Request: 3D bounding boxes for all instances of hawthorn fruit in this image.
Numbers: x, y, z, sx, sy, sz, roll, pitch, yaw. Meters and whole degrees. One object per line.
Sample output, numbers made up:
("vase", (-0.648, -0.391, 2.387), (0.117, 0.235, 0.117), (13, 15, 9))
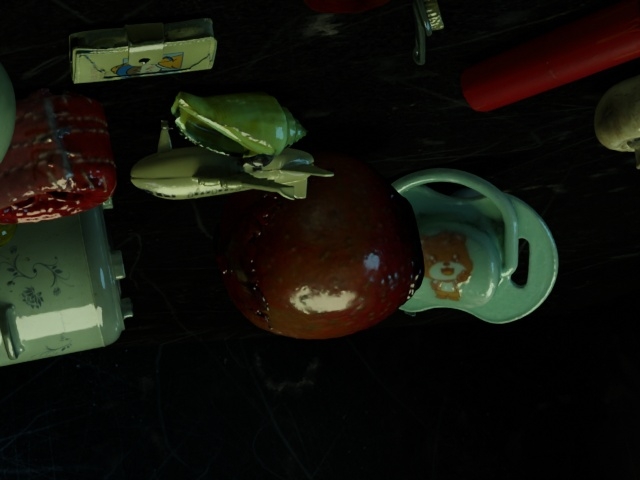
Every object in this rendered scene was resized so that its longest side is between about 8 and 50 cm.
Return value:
("hawthorn fruit", (0.004, 0.006, 2.271), (0.316, 0.316, 0.316), (-9, 169, -2))

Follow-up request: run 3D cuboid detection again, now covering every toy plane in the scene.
("toy plane", (-0.121, -0.098, 2.077), (0.256, 0.104, 0.242), (6, -164, -20))

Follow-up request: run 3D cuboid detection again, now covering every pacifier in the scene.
("pacifier", (0.232, -0.016, 2.637), (0.343, 0.288, 0.269), (8, -150, 11))

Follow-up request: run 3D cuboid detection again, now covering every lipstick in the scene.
("lipstick", (0.295, -0.224, 1.910), (0.073, 0.073, 0.280), (2, 165, -45))

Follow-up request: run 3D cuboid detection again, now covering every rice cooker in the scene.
("rice cooker", (-0.424, 0.048, 2.232), (0.317, 0.316, 0.264), (-8, 130, -3))

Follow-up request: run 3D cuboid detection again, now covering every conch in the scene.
("conch", (-0.097, -0.143, 1.973), (0.201, 0.079, 0.095), (7, 139, -24))

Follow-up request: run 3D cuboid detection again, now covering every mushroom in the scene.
("mushroom", (0.463, -0.168, 2.184), (0.166, 0.127, 0.166), (-12, 175, -1))

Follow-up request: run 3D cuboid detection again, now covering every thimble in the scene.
("thimble", (-0.338, -0.097, 1.904), (0.190, 0.125, 0.163), (-19, 168, 41))

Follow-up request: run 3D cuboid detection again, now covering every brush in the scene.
("brush", (0.117, -0.237, 1.770), (0.027, 0.062, 0.266), (-15, 174, 1))

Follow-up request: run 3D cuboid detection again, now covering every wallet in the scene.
("wallet", (-0.192, -0.202, 1.707), (0.155, 0.039, 0.110), (-8, 170, -10))

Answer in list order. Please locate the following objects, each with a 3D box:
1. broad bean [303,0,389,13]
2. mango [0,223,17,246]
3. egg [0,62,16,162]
("broad bean", (0.019, -0.263, 1.364), (0.156, 0.122, 0.228), (-10, 166, -9))
("mango", (-0.521, -0.032, 2.030), (0.289, 0.129, 0.146), (-3, -168, 9))
("egg", (-0.425, -0.113, 1.542), (0.283, 0.203, 0.203), (-15, 167, 30))
